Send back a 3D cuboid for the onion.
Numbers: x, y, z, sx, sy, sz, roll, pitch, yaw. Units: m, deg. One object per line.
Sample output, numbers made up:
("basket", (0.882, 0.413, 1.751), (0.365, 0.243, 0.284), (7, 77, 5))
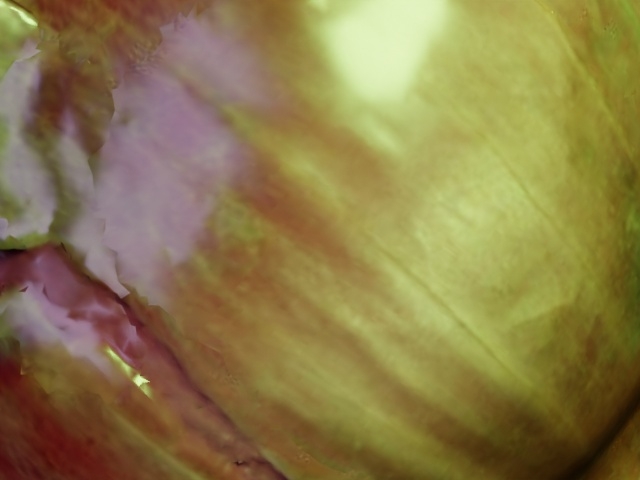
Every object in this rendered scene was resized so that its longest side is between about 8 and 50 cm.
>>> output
("onion", (-0.018, -0.027, 0.664), (0.354, 0.354, 0.353), (-15, 69, 43))
